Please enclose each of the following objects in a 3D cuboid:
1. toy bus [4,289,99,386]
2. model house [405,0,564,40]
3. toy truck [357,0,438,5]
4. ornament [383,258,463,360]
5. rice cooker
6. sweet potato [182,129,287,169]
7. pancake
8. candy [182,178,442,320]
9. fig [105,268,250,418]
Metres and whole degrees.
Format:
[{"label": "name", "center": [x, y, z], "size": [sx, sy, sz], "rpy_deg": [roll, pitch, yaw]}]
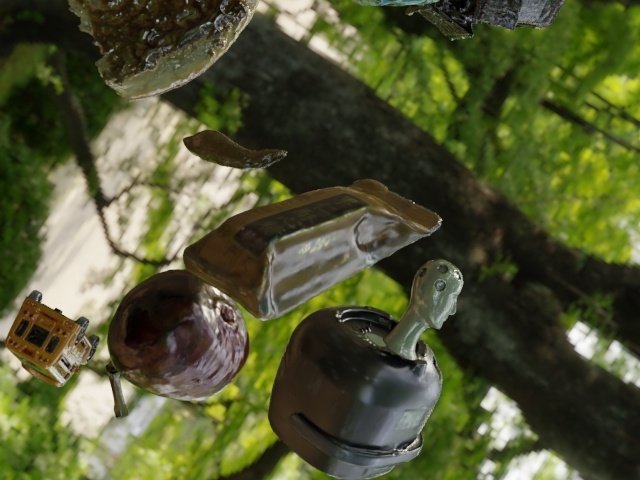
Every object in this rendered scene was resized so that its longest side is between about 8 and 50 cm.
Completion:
[{"label": "toy bus", "center": [-0.345, 0.132, 1.615], "size": [0.088, 0.083, 0.194], "rpy_deg": [-61, 176, -15]}, {"label": "model house", "center": [0.222, -0.344, 1.710], "size": [0.203, 0.164, 0.141], "rpy_deg": [11, -81, 60]}, {"label": "toy truck", "center": [0.063, -0.306, 1.188], "size": [0.067, 0.081, 0.175], "rpy_deg": [-154, -125, -69]}, {"label": "ornament", "center": [0.160, 0.102, 1.909], "size": [0.156, 0.081, 0.075], "rpy_deg": [-59, 174, 11]}, {"label": "rice cooker", "center": [0.059, 0.237, 2.012], "size": [0.224, 0.267, 0.267], "rpy_deg": [-65, 173, 19]}, {"label": "sweet potato", "center": [-0.106, -0.101, 1.409], "size": [0.041, 0.153, 0.038], "rpy_deg": [-48, 133, -30]}, {"label": "pancake", "center": [-0.233, -0.309, 1.698], "size": [0.266, 0.244, 0.057], "rpy_deg": [-55, 171, -27]}, {"label": "candy", "center": [0.000, 0.000, 1.356], "size": [0.271, 0.143, 0.101], "rpy_deg": [-24, 130, -33]}, {"label": "fig", "center": [-0.234, 0.141, 1.791], "size": [0.249, 0.186, 0.204], "rpy_deg": [-14, 165, 24]}]
